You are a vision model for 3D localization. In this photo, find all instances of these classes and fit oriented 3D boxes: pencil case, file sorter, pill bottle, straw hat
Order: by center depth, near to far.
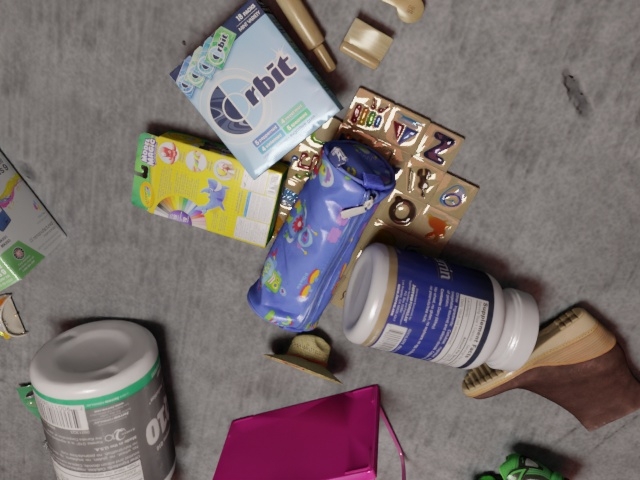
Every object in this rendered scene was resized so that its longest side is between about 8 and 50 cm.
[{"bbox_3d":[0.000,0.000,0.960,0.119,0.133,0.306,14,120,-27],"label":"pencil case"},{"bbox_3d":[0.178,0.107,0.979,0.264,0.153,0.153,15,117,-11],"label":"pill bottle"},{"bbox_3d":[-0.020,0.189,1.099,0.144,0.144,0.061,21,76,-3],"label":"straw hat"},{"bbox_3d":[-0.011,0.414,1.133,0.290,0.202,0.182,-18,113,15],"label":"file sorter"},{"bbox_3d":[-0.364,0.339,1.142,0.204,0.204,0.361,2,116,7],"label":"pill bottle"}]

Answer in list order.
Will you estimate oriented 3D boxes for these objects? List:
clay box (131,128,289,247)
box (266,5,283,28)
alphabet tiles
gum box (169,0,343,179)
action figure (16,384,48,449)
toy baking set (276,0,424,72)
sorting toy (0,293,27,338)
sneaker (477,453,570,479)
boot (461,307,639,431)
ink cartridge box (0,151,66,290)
[{"bbox_3d":[-0.170,-0.083,0.992,0.222,0.053,0.127,18,115,4],"label":"clay box"},{"bbox_3d":[-0.103,-0.249,0.921,0.137,0.027,0.094,-30,109,19],"label":"box"},{"bbox_3d":[0.062,-0.046,1.008,0.285,0.011,0.342,25,116,-5],"label":"alphabet tiles"},{"bbox_3d":[-0.086,-0.203,0.888,0.157,0.041,0.184,-37,98,19],"label":"gum box"},{"bbox_3d":[-0.484,0.376,1.255,0.137,0.063,0.232,-8,114,16],"label":"action figure"},{"bbox_3d":[0.029,-0.352,0.857,0.197,0.030,0.256,-33,108,17],"label":"toy baking set"},{"bbox_3d":[-0.578,0.140,1.170,0.075,0.045,0.083,2,117,28],"label":"sorting toy"},{"bbox_3d":[0.319,0.509,1.195,0.146,0.134,0.343,37,121,17],"label":"sneaker"},{"bbox_3d":[0.381,0.243,1.060,0.248,0.090,0.207,-34,105,17],"label":"boot"},{"bbox_3d":[-0.520,-0.040,1.006,0.093,0.154,0.212,-27,109,19],"label":"ink cartridge box"}]
